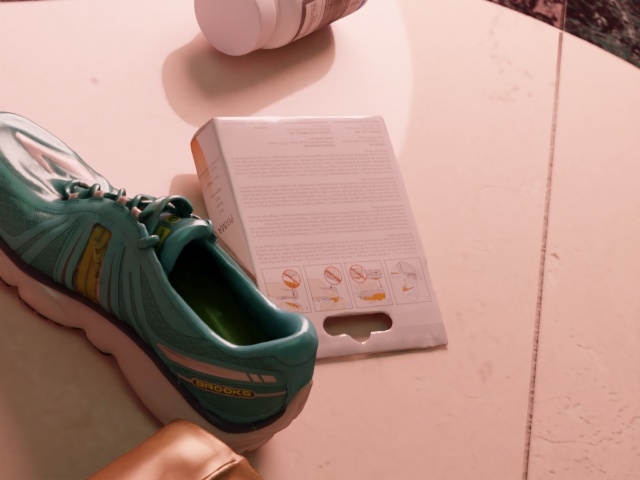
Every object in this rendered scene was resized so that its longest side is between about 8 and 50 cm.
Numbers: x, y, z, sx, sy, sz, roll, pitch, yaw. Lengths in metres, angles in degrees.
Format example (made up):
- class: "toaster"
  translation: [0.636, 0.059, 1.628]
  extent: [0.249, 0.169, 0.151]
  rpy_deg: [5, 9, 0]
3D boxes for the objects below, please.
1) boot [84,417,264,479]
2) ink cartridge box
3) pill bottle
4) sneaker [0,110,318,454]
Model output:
- class: "boot"
  translation: [-0.162, 0.161, 0.837]
  extent: [0.269, 0.089, 0.236]
  rpy_deg: [-28, 78, -43]
- class: "ink cartridge box"
  translation: [0.000, 0.000, 1.117]
  extent: [0.145, 0.045, 0.179]
  rpy_deg: [-4, 71, -32]
- class: "pill bottle"
  translation: [-0.028, -0.192, 1.237]
  extent: [0.078, 0.078, 0.137]
  rpy_deg: [45, 44, 14]
- class: "sneaker"
  translation: [-0.109, 0.006, 0.986]
  extent: [0.275, 0.110, 0.107]
  rpy_deg: [39, 43, 10]
